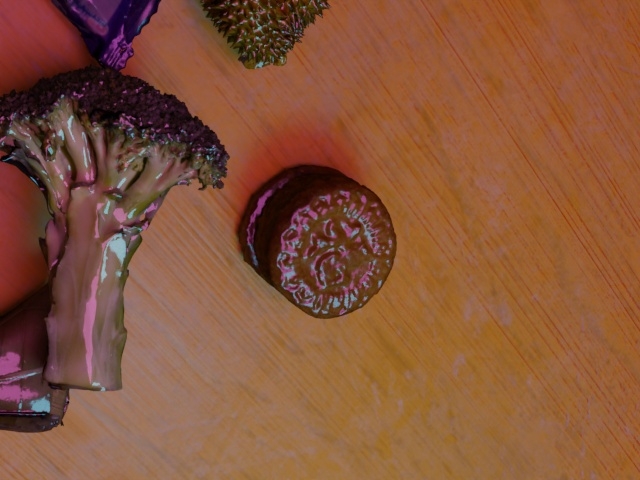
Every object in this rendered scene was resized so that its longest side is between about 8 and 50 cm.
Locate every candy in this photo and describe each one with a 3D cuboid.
[{"bbox_3d":[-0.281,-0.316,1.428,0.275,0.070,0.145,39,80,-29],"label":"candy"}]

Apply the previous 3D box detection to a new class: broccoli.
[{"bbox_3d":[-0.225,-0.010,1.458,0.252,0.221,0.361,-21,111,-27],"label":"broccoli"}]

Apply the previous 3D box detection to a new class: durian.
[{"bbox_3d":[-0.062,-0.298,1.506,0.159,0.146,0.198,23,92,-31],"label":"durian"}]

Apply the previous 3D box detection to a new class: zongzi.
[{"bbox_3d":[-0.377,0.118,1.511,0.195,0.099,0.197,7,93,-30],"label":"zongzi"}]

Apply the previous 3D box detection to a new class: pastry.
[{"bbox_3d":[0.000,0.000,1.667,0.189,0.103,0.188,-9,110,-26],"label":"pastry"}]
